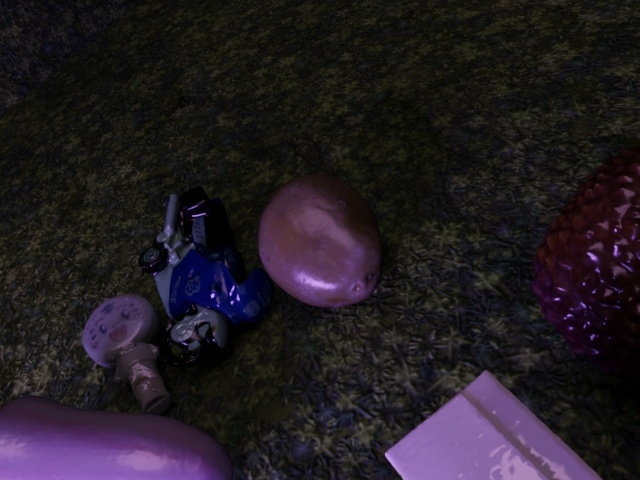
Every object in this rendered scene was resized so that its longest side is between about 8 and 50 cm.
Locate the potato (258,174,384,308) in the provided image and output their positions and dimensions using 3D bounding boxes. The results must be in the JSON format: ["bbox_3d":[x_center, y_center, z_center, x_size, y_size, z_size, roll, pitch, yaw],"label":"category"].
[{"bbox_3d":[0.000,0.000,0.889,0.235,0.160,0.177,42,113,33],"label":"potato"}]

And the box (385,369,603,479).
[{"bbox_3d":[0.179,0.253,0.456,0.111,0.260,0.194,-38,41,-6],"label":"box"}]

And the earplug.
[{"bbox_3d":[-0.250,0.283,0.736,0.302,0.172,0.172,-4,46,16],"label":"earplug"}]

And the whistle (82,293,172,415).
[{"bbox_3d":[-0.298,0.174,0.932,0.126,0.067,0.258,-36,46,-11],"label":"whistle"}]

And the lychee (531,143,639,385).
[{"bbox_3d":[0.359,0.043,0.598,0.272,0.271,0.271,-15,43,14],"label":"lychee"}]

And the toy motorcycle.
[{"bbox_3d":[-0.185,0.051,0.962,0.197,0.125,0.331,-23,45,2],"label":"toy motorcycle"}]
